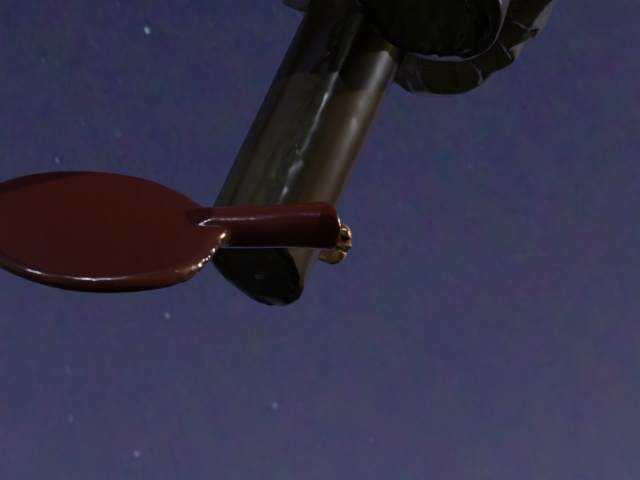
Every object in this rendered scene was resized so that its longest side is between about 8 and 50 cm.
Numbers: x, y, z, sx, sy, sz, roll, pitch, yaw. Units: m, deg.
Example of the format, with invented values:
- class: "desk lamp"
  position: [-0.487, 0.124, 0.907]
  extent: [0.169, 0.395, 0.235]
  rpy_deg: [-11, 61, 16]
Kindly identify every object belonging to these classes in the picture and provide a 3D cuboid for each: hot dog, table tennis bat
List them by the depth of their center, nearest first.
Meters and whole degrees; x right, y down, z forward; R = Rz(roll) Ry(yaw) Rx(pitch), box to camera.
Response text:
- class: "table tennis bat"
  position: [-0.066, -0.006, 0.585]
  extent: [0.155, 0.098, 0.019]
  rpy_deg: [-1, -62, -20]
- class: "hot dog"
  position: [0.000, 0.000, 1.126]
  extent: [0.021, 0.083, 0.037]
  rpy_deg: [17, -89, -32]

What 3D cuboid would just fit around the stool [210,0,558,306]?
- class: "stool"
  position: [-0.032, -0.168, 0.649]
  extent: [0.226, 0.310, 0.310]
  rpy_deg: [-52, 0, -33]
